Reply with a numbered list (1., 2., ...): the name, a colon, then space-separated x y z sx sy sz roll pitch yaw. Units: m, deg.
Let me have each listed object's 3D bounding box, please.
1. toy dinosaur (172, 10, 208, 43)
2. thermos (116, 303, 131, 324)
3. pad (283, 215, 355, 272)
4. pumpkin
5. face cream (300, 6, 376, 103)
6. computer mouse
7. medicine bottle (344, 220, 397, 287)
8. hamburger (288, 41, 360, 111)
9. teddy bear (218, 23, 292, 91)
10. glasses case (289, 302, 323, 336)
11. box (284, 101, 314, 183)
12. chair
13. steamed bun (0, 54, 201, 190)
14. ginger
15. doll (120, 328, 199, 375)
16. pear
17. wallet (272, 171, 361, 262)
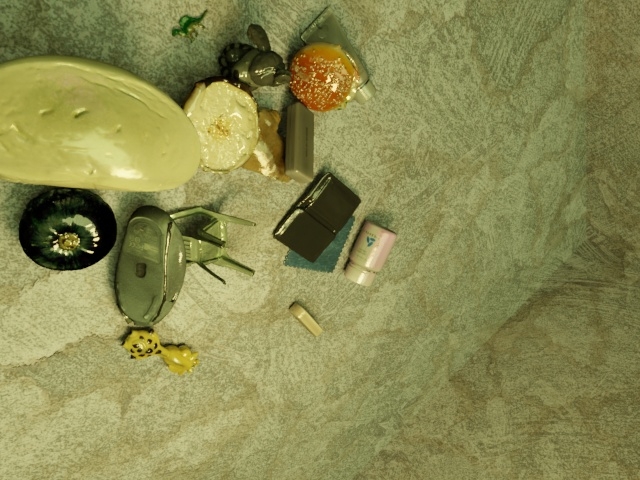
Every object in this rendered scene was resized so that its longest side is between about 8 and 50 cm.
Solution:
1. toy dinosaur: -0.350 -0.590 1.223 0.060 0.029 0.119 39 87 -30
2. thermos: -0.550 0.189 1.446 0.188 0.083 0.073 -28 148 -25
3. pad: 0.000 0.000 1.793 0.270 0.012 0.268 11 106 -40
4. pumpkin: -0.661 -0.026 1.183 0.233 0.163 0.232 -16 124 -25
5. face cream: 0.076 -0.600 1.500 0.143 0.089 0.314 -48 124 -6
6. computer mouse: -0.498 0.074 1.331 0.114 0.204 0.373 -45 154 -70
7. medicine bottle: 0.206 0.056 1.882 0.152 0.152 0.254 17 102 -41
8. hamburger: 0.010 -0.516 1.414 0.237 0.147 0.236 -3 136 -2
9. teddy bear: -0.200 -0.499 1.254 0.144 0.251 0.171 -25 111 -26
10. glasses case: -0.059 0.333 1.870 0.050 0.083 0.196 -44 133 -10
11. box: -0.065 -0.308 1.422 0.103 0.055 0.243 23 64 -55
12. chair: -0.367 0.016 1.413 0.191 0.275 0.203 -30 129 -52
13. steamed bun: -0.535 -0.263 1.018 0.456 0.371 0.289 2 95 -37
14. ginger: -0.164 -0.306 1.439 0.276 0.130 0.221 0 105 -41
15. doll: -0.540 0.381 1.535 0.117 0.086 0.291 -50 130 1
16. pear: -0.315 -0.333 1.269 0.267 0.178 0.266 -21 123 -36
17. wallet: -0.005 -0.086 1.709 0.247 0.041 0.322 36 92 -41
